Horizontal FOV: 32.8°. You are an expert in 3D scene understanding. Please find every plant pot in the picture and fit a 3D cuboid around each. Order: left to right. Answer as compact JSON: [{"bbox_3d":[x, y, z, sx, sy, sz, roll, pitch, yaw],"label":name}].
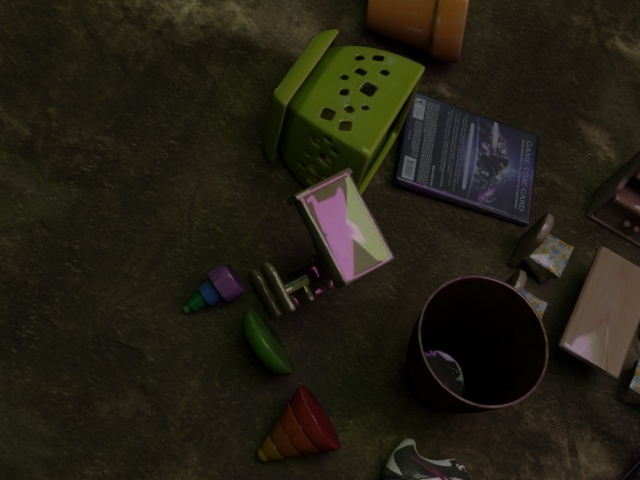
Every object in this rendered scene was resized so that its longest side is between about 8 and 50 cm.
[{"bbox_3d":[0.028,-0.218,1.920,0.207,0.228,0.227,30,62,5],"label":"plant pot"},{"bbox_3d":[0.190,-0.457,2.089,0.187,0.205,0.205,10,64,6],"label":"plant pot"},{"bbox_3d":[0.228,0.198,1.787,0.215,0.230,0.216,5,66,-12],"label":"plant pot"}]

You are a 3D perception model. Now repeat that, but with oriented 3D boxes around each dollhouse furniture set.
[{"bbox_3d":[0.000,0.000,1.799,0.212,0.242,0.161,-28,90,-23],"label":"dollhouse furniture set"},{"bbox_3d":[0.553,0.044,1.928,0.362,0.256,0.394,30,63,-1],"label":"dollhouse furniture set"}]

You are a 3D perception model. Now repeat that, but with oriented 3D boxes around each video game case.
[{"bbox_3d":[0.280,-0.154,2.057,0.274,0.026,0.196,18,64,-13],"label":"video game case"}]

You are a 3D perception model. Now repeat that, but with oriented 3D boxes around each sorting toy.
[{"bbox_3d":[-0.113,0.215,1.778,0.126,0.127,0.366,-35,75,5],"label":"sorting toy"}]

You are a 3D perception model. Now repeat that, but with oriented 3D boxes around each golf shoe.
[{"bbox_3d":[0.228,0.420,1.767,0.272,0.105,0.120,27,56,-3],"label":"golf shoe"}]

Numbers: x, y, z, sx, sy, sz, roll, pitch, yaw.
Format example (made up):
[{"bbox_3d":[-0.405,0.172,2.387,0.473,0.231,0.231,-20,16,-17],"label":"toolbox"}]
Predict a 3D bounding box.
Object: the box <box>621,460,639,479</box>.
[{"bbox_3d":[0.588,0.522,1.785,0.295,0.073,0.293,-37,61,-26],"label":"box"}]
